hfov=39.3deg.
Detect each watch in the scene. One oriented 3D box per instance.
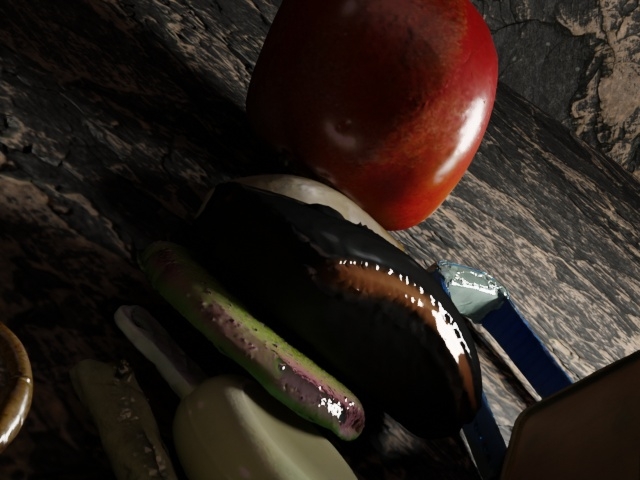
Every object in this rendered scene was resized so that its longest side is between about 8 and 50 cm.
[{"bbox_3d":[0.183,0.140,1.008,0.276,0.068,0.274,9,42,-51],"label":"watch"}]

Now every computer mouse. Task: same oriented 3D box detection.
[{"bbox_3d":[0.031,0.051,0.766,0.323,0.116,0.183,44,-7,-34],"label":"computer mouse"}]

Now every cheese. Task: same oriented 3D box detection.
[{"bbox_3d":[-0.062,0.128,0.615,0.227,0.064,0.137,44,5,13],"label":"cheese"}]

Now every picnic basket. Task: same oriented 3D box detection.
[{"bbox_3d":[0.249,0.227,0.746,0.139,0.165,0.266,50,31,-5],"label":"picnic basket"}]

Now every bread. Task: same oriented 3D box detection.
[{"bbox_3d":[-0.050,0.072,0.705,0.228,0.033,0.228,41,1,-1],"label":"bread"}]

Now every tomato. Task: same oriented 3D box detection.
[{"bbox_3d":[0.056,-0.180,1.068,0.293,0.289,0.325,33,-3,1],"label":"tomato"}]

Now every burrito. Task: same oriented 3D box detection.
[{"bbox_3d":[-0.111,0.148,0.567,0.185,0.041,0.045,56,-14,35],"label":"burrito"}]

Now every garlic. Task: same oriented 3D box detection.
[{"bbox_3d":[0.005,0.006,0.943,0.143,0.112,0.318,50,14,29],"label":"garlic"}]

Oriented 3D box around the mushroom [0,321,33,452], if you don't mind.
[{"bbox_3d":[-0.222,0.081,0.502,0.123,0.052,0.123,30,32,-21],"label":"mushroom"}]
